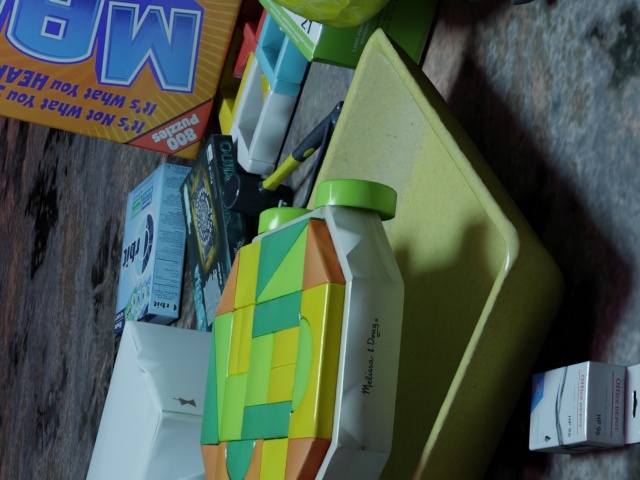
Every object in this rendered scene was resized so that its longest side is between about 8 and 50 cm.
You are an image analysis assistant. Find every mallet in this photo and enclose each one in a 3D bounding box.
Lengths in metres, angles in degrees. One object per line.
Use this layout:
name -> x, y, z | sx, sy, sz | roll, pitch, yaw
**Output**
mallet -> -0.016, -0.073, 1.469 | 0.189, 0.062, 0.039 | -35, 48, 42

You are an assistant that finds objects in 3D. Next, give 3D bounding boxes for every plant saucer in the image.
plant saucer -> 0.061, 0.064, 1.128 | 0.333, 0.081, 0.333 | -113, 38, -57

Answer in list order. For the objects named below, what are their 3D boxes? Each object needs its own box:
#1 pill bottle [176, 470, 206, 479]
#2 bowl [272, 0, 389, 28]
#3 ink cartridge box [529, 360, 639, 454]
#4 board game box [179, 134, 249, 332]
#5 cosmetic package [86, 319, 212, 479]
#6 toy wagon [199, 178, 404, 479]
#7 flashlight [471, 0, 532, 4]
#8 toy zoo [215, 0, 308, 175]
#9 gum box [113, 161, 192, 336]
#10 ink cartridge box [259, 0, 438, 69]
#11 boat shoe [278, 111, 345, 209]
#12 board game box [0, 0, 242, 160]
pill bottle -> -0.077, 0.294, 1.243 | 0.119, 0.119, 0.208 | -45, 62, 57
bowl -> -0.026, -0.309, 1.147 | 0.289, 0.156, 0.289 | -173, 90, -66
ink cartridge box -> 0.157, 0.099, 0.931 | 0.083, 0.028, 0.048 | 152, 125, -64
board game box -> -0.108, 0.000, 1.631 | 0.126, 0.026, 0.186 | 131, 134, -58
cosmetic package -> -0.139, 0.281, 1.445 | 0.197, 0.155, 0.366 | -121, 46, -63
toy wagon -> -0.029, 0.106, 1.137 | 0.344, 0.068, 0.267 | 159, 118, -67
flashlight -> 0.127, -0.315, 1.105 | 0.103, 0.103, 0.304 | 78, -167, -71
toy zoo -> -0.053, -0.198, 1.615 | 0.192, 0.030, 0.293 | -115, 40, -57
gum box -> -0.203, 0.015, 1.897 | 0.157, 0.041, 0.184 | 150, 128, -64
ink cartridge box -> 0.045, -0.286, 1.305 | 0.189, 0.097, 0.255 | -124, 46, -61
boat shoe -> 0.000, 0.000, 1.316 | 0.095, 0.079, 0.254 | -102, 30, -45
board game box -> -0.274, -0.352, 1.757 | 0.356, 0.356, 0.357 | -109, 34, -63
